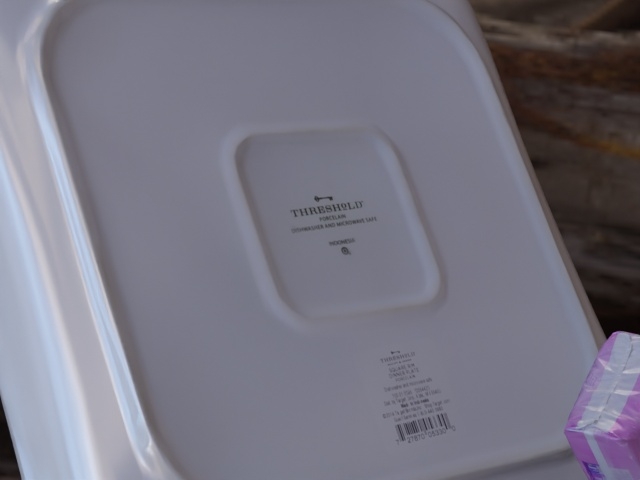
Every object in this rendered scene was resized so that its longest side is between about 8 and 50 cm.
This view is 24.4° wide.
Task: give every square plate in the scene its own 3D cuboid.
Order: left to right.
[{"bbox_3d":[0.000,0.000,0.714,0.049,0.347,0.344,-42,62,49],"label":"square plate"}]

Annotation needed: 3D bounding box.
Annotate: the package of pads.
[{"bbox_3d":[0.123,0.079,0.554,0.050,0.032,0.083,-54,-49,-31],"label":"package of pads"}]
